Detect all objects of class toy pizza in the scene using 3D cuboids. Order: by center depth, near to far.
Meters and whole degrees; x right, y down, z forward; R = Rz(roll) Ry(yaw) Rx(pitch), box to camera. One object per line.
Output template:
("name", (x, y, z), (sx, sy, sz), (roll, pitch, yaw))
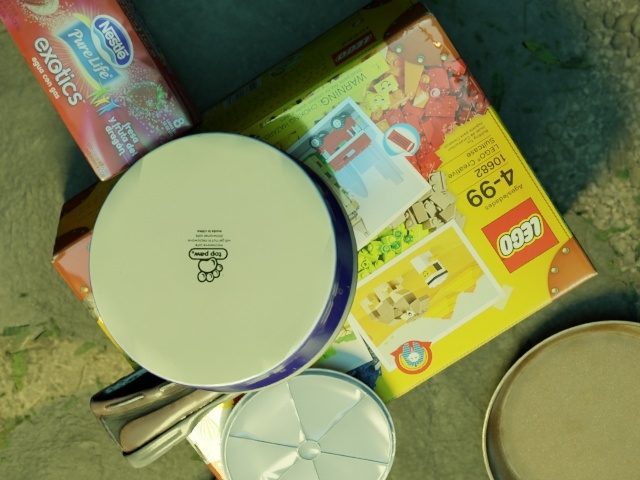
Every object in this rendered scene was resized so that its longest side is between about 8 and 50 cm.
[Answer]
("toy pizza", (-0.015, 0.232, 1.800), (0.201, 0.032, 0.201), (-2, 112, -6))

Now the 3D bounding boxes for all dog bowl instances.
("dog bowl", (-0.100, 0.024, 1.623), (0.265, 0.104, 0.264), (-2, 83, 13))

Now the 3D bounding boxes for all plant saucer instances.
("plant saucer", (0.358, 0.238, 2.035), (0.311, 0.050, 0.310), (-2, 110, -6))

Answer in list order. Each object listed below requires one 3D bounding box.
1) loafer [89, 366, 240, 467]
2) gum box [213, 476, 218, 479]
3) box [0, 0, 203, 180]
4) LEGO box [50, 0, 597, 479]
("loafer", (-0.122, 0.127, 1.716), (0.302, 0.109, 0.095), (-40, 103, 12))
("gum box", (-0.127, 0.420, 2.016), (0.157, 0.041, 0.184), (45, 71, -18))
("box", (-0.249, -0.206, 1.745), (0.123, 0.128, 0.256), (-31, 95, 5))
("LEGO box", (0.000, 0.000, 1.837), (0.500, 0.193, 0.372), (-33, 109, 7))
